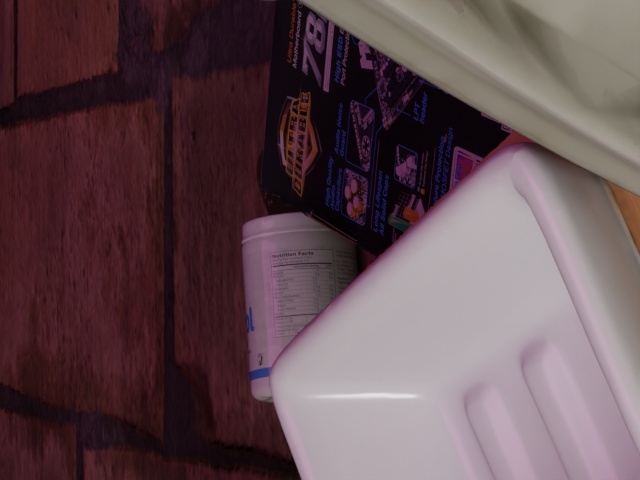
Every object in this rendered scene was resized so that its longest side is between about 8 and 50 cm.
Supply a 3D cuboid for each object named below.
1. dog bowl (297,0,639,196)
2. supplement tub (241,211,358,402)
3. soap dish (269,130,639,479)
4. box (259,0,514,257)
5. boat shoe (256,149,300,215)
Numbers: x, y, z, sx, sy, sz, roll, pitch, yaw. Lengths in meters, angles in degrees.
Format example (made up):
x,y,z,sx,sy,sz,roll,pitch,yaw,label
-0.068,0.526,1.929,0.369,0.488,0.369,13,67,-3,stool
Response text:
x,y,z,sx,sy,sz,roll,pitch,yaw,label
0.171,-0.065,0.449,0.150,0.408,0.408,-64,24,0,dog bowl
-0.010,0.041,1.124,0.071,0.071,0.107,152,116,-65,supplement tub
0.104,0.090,0.773,0.291,0.118,0.229,-46,63,57,soap dish
0.080,-0.123,0.950,0.293,0.073,0.295,30,119,53,box
-0.001,0.000,1.290,0.056,0.048,0.153,-44,55,44,boat shoe
